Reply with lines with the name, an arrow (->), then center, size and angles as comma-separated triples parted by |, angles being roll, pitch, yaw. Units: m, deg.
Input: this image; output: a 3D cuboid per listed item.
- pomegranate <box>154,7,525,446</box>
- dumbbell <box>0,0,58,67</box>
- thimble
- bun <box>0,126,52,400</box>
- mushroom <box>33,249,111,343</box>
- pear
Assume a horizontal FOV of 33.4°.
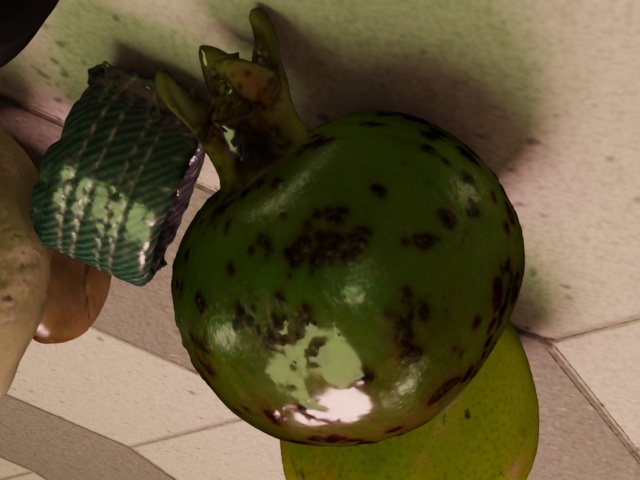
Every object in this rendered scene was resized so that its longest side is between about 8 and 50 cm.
pomegranate -> 0.000, 0.000, 0.614 | 0.211, 0.211, 0.263 | -19, 111, 50
dumbbell -> -0.244, -0.132, 0.596 | 0.152, 0.152, 0.218 | 33, 150, -19
thimble -> -0.130, -0.040, 0.703 | 0.090, 0.118, 0.135 | 23, 152, -3
bun -> -0.320, 0.026, 0.756 | 0.273, 0.272, 0.168 | 8, 172, 24
mushroom -> -0.354, 0.063, 0.948 | 0.407, 0.137, 0.154 | -12, 138, 29
pear -> 0.059, 0.135, 0.770 | 0.187, 0.219, 0.187 | 19, 149, 12
